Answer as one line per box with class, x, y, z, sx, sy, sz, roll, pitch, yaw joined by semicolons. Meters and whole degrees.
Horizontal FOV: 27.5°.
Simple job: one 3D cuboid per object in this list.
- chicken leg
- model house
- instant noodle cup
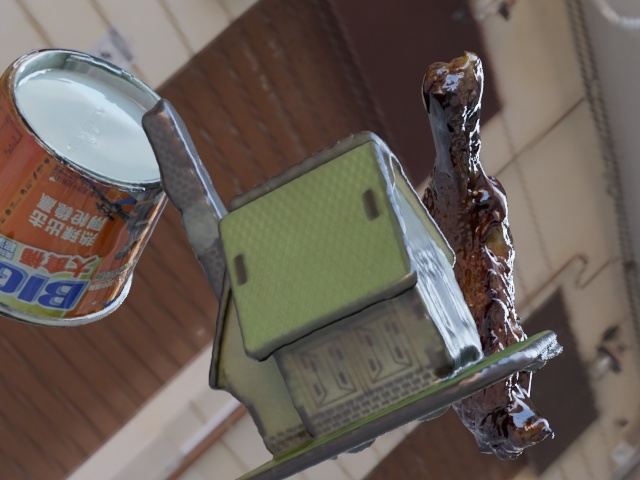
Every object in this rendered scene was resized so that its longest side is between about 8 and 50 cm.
chicken leg;0.126;0.015;1.122;0.158;0.096;0.407;-99;178;-58
model house;0.000;0.000;0.863;0.278;0.218;0.205;66;15;6
instant noodle cup;-0.304;-0.072;1.531;0.296;0.214;0.296;25;35;-20
